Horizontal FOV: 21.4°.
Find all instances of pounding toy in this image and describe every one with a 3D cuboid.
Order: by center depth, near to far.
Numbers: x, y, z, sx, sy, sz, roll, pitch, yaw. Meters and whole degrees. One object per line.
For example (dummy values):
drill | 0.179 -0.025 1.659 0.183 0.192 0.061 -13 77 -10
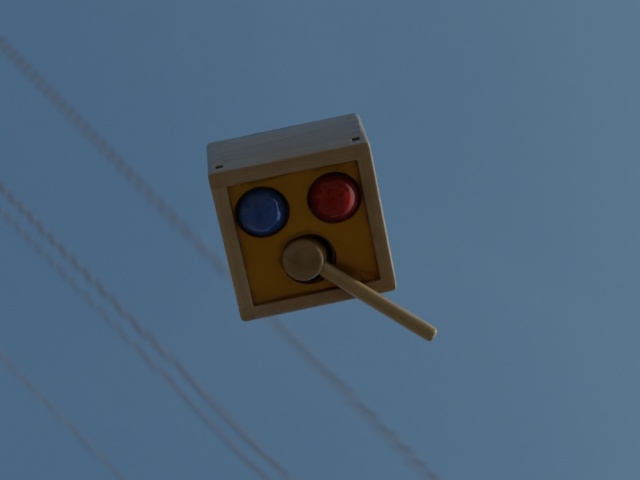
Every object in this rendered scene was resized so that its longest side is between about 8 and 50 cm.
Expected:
pounding toy | 0.000 0.000 1.163 0.130 0.100 0.141 -12 -69 0
